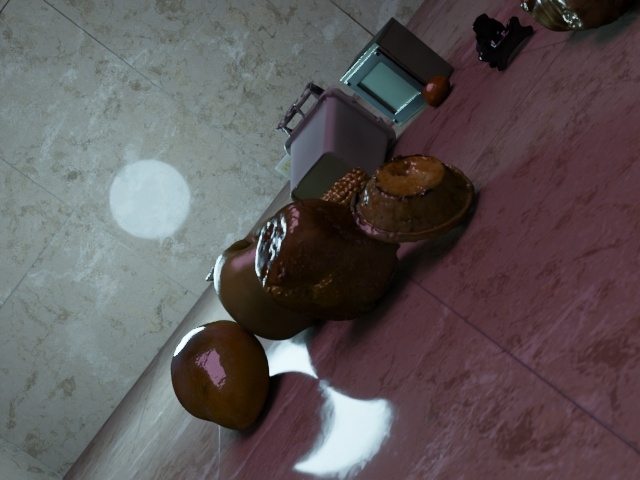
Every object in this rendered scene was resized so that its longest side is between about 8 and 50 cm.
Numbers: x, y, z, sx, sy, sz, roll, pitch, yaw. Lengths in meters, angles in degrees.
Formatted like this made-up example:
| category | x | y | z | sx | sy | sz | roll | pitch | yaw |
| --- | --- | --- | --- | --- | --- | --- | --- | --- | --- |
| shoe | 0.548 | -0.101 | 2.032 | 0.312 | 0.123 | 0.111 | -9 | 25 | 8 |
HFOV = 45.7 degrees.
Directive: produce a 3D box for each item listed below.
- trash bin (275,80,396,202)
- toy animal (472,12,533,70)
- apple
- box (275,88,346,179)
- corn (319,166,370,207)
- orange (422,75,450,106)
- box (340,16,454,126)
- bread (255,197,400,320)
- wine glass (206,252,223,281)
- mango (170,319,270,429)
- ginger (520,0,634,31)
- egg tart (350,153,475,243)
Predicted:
| category | x | y | z | sx | sy | sz | roll | pitch | yaw |
| --- | --- | --- | --- | --- | --- | --- | --- | --- | --- |
| trash bin | 0.029 | -0.225 | 2.036 | 0.256 | 0.296 | 0.368 | -46 | 18 | 28 |
| toy animal | 0.374 | -0.453 | 1.713 | 0.121 | 0.117 | 0.210 | -58 | 12 | 9 |
| apple | -0.090 | 0.079 | 1.631 | 0.262 | 0.262 | 0.262 | -50 | 11 | 14 |
| box | 0.030 | -0.298 | 2.450 | 0.343 | 0.200 | 0.065 | -46 | 15 | 31 |
| corn | 0.000 | 0.000 | 1.808 | 0.387 | 0.144 | 0.144 | -46 | 12 | 11 |
| orange | 0.300 | -0.393 | 1.975 | 0.086 | 0.062 | 0.086 | -49 | 14 | 17 |
| box | 0.212 | -0.467 | 2.144 | 0.117 | 0.225 | 0.225 | -58 | 11 | -27 |
| bread | 0.023 | 0.045 | 1.340 | 0.195 | 0.246 | 0.176 | 128 | 147 | -48 |
| wine glass | -0.214 | 0.125 | 2.119 | 0.111 | 0.204 | 0.111 | -55 | 7 | 10 |
| mango | -0.215 | 0.290 | 1.649 | 0.221 | 0.199 | 0.384 | -48 | 23 | -2 |
| ginger | 0.470 | -0.487 | 1.304 | 0.274 | 0.152 | 0.357 | -51 | 12 | 10 |
| egg tart | 0.154 | -0.081 | 1.273 | 0.212 | 0.090 | 0.212 | -8 | 37 | 6 |
